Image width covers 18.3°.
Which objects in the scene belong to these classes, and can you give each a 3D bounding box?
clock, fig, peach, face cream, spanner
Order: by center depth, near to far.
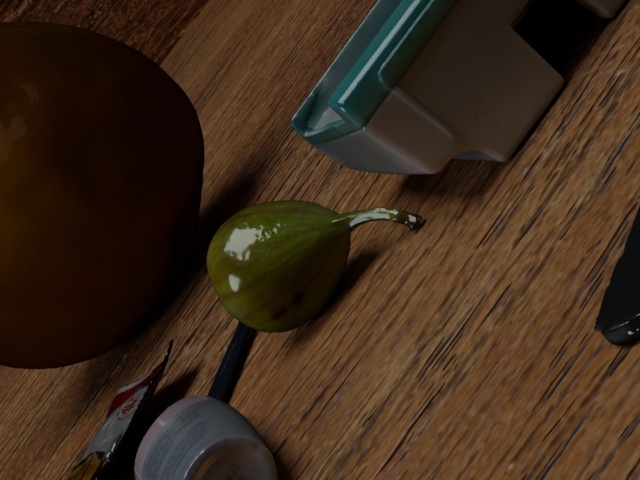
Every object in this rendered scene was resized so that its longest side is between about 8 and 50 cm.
[{"bbox_3d":[-0.075,0.145,1.272,0.084,0.057,0.198,-53,10,-5],"label":"face cream"},{"bbox_3d":[0.109,-0.153,1.337,0.262,0.116,0.231,-52,7,-5],"label":"clock"},{"bbox_3d":[0.004,0.007,1.380,0.166,0.093,0.093,-19,23,16],"label":"fig"},{"bbox_3d":[-0.061,0.078,1.510,0.046,0.012,0.208,-43,16,35],"label":"spanner"},{"bbox_3d":[-0.265,-0.039,1.927,0.343,0.302,0.342,12,-90,-87],"label":"peach"}]

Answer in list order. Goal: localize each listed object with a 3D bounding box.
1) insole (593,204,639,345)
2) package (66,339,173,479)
[{"bbox_3d":[0.203,-0.073,0.958,0.110,0.012,0.309,-35,22,53],"label":"insole"},{"bbox_3d":[-0.189,0.197,1.603,0.154,0.030,0.239,-37,20,57],"label":"package"}]
